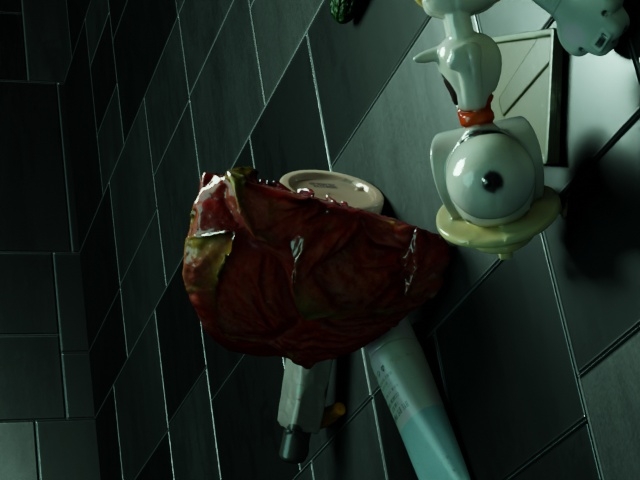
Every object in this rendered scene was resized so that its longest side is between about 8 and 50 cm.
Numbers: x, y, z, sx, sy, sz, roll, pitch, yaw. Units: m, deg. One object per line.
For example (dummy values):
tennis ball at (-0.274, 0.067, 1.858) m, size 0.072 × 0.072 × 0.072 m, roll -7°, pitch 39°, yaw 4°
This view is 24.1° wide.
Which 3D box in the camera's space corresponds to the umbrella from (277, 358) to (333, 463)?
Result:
umbrella at (-0.014, 0.163, 2.217) m, size 0.073 × 0.067 × 0.337 m, roll -161°, pitch 80°, yaw -70°

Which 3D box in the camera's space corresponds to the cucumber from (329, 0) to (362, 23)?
cucumber at (0.056, -0.383, 2.122) m, size 0.058 × 0.052 × 0.214 m, roll 51°, pitch 147°, yaw 17°

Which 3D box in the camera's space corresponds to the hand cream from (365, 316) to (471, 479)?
hand cream at (0.133, 0.229, 1.904) m, size 0.312 × 0.070 × 0.111 m, roll 68°, pitch 149°, yaw 29°

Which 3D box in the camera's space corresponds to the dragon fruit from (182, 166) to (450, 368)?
dragon fruit at (0.000, 0.000, 1.916) m, size 0.302 × 0.330 × 0.240 m, roll 66°, pitch -152°, yaw -53°

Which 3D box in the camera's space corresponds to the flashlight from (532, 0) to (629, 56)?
flashlight at (0.231, -0.269, 1.535) m, size 0.200 × 0.047 × 0.093 m, roll 43°, pitch 142°, yaw 14°

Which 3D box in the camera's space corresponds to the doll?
doll at (0.177, -0.128, 1.589) m, size 0.208 × 0.144 × 0.271 m, roll 69°, pitch -168°, yaw -74°

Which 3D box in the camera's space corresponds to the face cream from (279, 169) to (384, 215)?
face cream at (0.008, -0.025, 2.093) m, size 0.149 × 0.149 × 0.104 m, roll -128°, pitch 44°, yaw -59°

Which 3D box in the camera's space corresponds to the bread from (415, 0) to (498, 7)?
bread at (0.155, -0.372, 1.717) m, size 0.121 × 0.173 × 0.311 m, roll 50°, pitch -165°, yaw -38°

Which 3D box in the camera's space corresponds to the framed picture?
framed picture at (0.221, -0.163, 1.723) m, size 0.203 × 0.015 × 0.150 m, roll -171°, pitch 83°, yaw -70°

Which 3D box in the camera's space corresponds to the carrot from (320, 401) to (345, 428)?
carrot at (0.010, 0.262, 2.249) m, size 0.093 × 0.032 × 0.032 m, roll -35°, pitch 56°, yaw 58°
